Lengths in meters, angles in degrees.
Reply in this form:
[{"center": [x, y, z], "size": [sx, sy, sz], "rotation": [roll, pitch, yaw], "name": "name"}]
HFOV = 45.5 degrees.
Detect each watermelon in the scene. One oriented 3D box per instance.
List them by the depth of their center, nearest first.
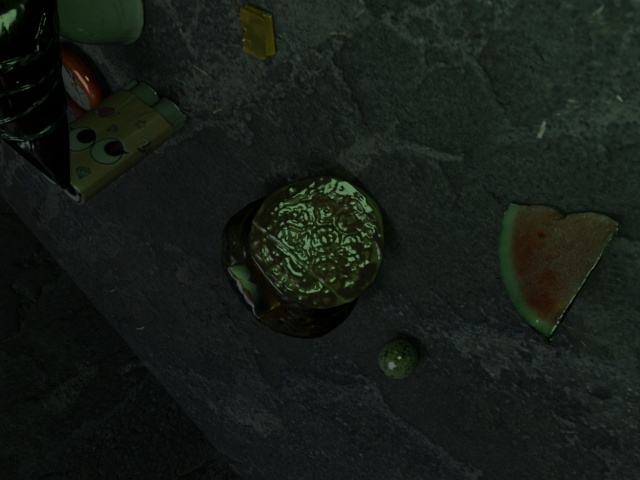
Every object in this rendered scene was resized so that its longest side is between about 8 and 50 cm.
[{"center": [0.322, 0.040, 1.088], "size": [0.136, 0.207, 0.202], "rotation": [15, 128, 3], "name": "watermelon"}]

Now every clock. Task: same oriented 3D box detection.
[{"center": [-0.587, -0.379, 1.838], "size": [0.205, 0.051, 0.205], "rotation": [34, 149, 23], "name": "clock"}]

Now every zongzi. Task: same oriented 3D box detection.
[{"center": [-0.564, -0.280, 1.411], "size": [0.362, 0.319, 0.383], "rotation": [62, 170, 10], "name": "zongzi"}]

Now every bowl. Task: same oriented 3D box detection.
[{"center": [-0.504, -0.492, 1.495], "size": [0.313, 0.146, 0.313], "rotation": [32, 149, 22], "name": "bowl"}]

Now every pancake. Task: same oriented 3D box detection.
[{"center": [0.000, 0.000, 1.389], "size": [0.250, 0.250, 0.031], "rotation": [48, -177, -4], "name": "pancake"}]

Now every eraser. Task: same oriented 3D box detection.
[{"center": [-0.443, -0.211, 1.614], "size": [0.171, 0.290, 0.087], "rotation": [36, 151, 18], "name": "eraser"}]

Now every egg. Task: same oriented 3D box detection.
[{"center": [0.165, 0.253, 1.619], "size": [0.085, 0.085, 0.110], "rotation": [35, 167, 20], "name": "egg"}]

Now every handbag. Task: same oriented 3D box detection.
[{"center": [-0.106, -0.349, 1.279], "size": [0.061, 0.027, 0.083], "rotation": [30, 145, 27], "name": "handbag"}]

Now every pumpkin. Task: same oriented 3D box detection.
[{"center": [-0.064, 0.056, 1.553], "size": [0.320, 0.192, 0.320], "rotation": [32, 144, 28], "name": "pumpkin"}]
